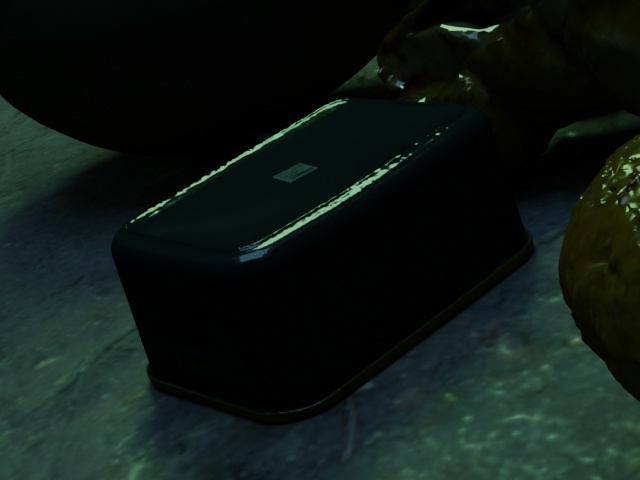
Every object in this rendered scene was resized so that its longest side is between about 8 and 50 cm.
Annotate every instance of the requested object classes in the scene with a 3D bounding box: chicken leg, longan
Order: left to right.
[{"bbox_3d":[-0.097,-0.202,1.071,0.350,0.288,0.288,-14,22,7],"label":"longan"},{"bbox_3d":[0.154,-0.110,0.810,0.295,0.182,0.409,-47,45,20],"label":"chicken leg"}]

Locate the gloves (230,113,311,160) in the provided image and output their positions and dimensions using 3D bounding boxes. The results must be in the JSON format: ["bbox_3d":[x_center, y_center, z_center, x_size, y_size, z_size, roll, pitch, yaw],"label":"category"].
[{"bbox_3d":[-0.023,-0.073,1.039,0.064,0.026,0.086,-10,11,36],"label":"gloves"}]

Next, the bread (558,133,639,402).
[{"bbox_3d":[0.206,0.005,0.516,0.240,0.139,0.240,-16,22,7],"label":"bread"}]

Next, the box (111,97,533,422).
[{"bbox_3d":[0.000,0.000,0.761,0.201,0.090,0.144,-32,26,-32],"label":"box"}]

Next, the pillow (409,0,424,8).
[{"bbox_3d":[0.117,-0.272,1.333,0.185,0.074,0.302,-21,19,-7],"label":"pillow"}]
